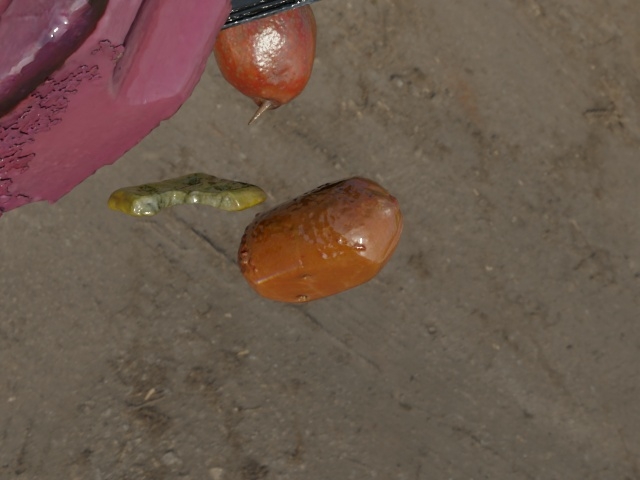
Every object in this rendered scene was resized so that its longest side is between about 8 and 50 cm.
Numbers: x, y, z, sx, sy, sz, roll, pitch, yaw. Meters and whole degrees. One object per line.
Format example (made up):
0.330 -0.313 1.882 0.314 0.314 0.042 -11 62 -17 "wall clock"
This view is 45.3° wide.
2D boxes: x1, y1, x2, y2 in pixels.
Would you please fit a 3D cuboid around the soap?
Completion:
-0.128 -0.155 0.364 0.182 0.289 0.112 27 2 17 "soap"

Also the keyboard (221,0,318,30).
-0.120 -0.363 1.203 0.251 0.017 0.087 -20 44 -7 "keyboard"

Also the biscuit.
-0.199 -0.062 1.126 0.183 0.174 0.039 -16 114 -36 "biscuit"

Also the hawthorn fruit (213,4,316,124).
-0.110 -0.355 1.475 0.211 0.210 0.262 -11 108 -40 "hawthorn fruit"

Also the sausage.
0.000 0.001 1.158 0.153 0.268 0.141 37 43 -44 "sausage"
